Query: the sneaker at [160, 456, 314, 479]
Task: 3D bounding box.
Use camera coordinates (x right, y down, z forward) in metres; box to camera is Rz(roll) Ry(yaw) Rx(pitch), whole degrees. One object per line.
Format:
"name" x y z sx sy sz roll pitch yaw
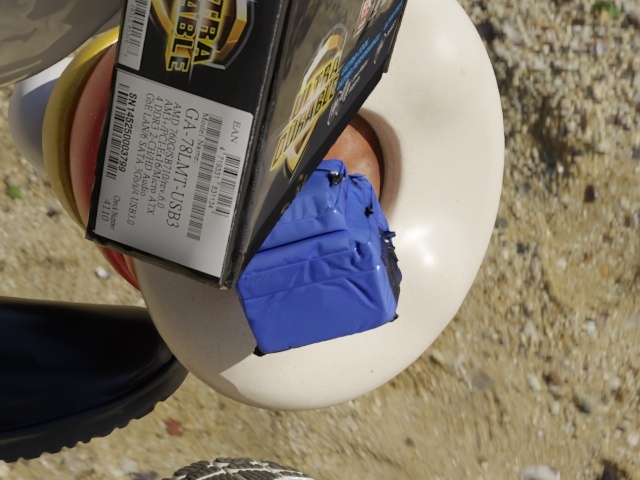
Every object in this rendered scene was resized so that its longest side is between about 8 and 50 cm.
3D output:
"sneaker" -0.128 0.287 1.098 0.279 0.118 0.107 -18 20 -25

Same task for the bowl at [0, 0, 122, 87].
"bowl" -0.216 -0.165 0.553 0.298 0.297 0.134 7 51 13

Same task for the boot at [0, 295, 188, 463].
"boot" -0.335 -0.026 1.001 0.367 0.445 0.146 -15 24 -6

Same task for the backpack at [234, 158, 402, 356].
"backpack" 0.000 0.000 0.753 0.098 0.120 0.101 -9 111 9

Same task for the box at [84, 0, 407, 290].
"box" 0.005 -0.171 0.533 0.073 0.295 0.293 21 119 7

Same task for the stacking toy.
"stacking toy" -0.115 -0.081 1.035 0.480 0.350 0.350 18 71 48
